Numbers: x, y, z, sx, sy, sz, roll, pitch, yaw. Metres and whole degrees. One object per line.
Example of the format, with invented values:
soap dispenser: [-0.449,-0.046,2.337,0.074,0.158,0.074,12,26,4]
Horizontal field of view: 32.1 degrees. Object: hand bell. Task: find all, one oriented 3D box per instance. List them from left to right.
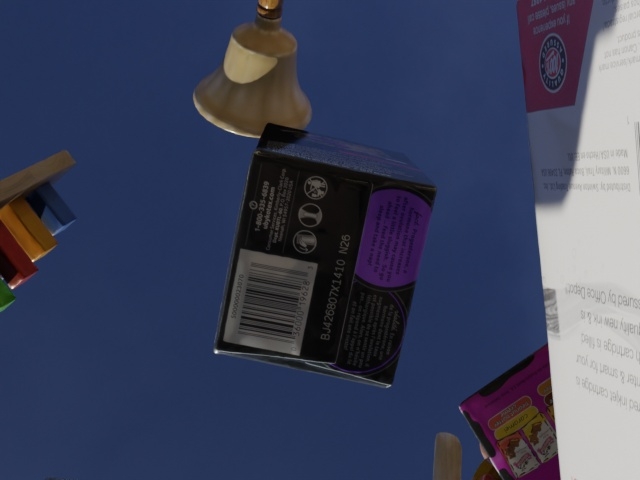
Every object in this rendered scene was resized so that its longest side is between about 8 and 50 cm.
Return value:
hand bell: [-0.047,-0.235,1.089,0.126,0.242,0.126,9,-143,-7]

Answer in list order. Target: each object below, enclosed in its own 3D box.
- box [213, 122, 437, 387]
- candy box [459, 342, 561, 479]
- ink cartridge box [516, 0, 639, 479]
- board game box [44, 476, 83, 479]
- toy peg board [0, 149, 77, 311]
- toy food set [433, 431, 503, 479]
box: [0.000,0.000,0.949,0.143,0.270,0.165,12,-81,-3]
candy box: [0.226,0.169,0.758,0.233,0.159,0.071,60,-160,21]
ink cartridge box: [0.138,0.017,0.355,0.092,0.158,0.218,-5,-86,-10]
board game box: [-0.122,0.211,0.479,0.060,0.194,0.194,4,-141,16]
toy peg board: [-0.262,0.025,0.845,0.079,0.161,0.160,54,-149,-3]
toy food set: [0.182,0.191,0.887,0.217,0.071,0.128,0,-134,21]
